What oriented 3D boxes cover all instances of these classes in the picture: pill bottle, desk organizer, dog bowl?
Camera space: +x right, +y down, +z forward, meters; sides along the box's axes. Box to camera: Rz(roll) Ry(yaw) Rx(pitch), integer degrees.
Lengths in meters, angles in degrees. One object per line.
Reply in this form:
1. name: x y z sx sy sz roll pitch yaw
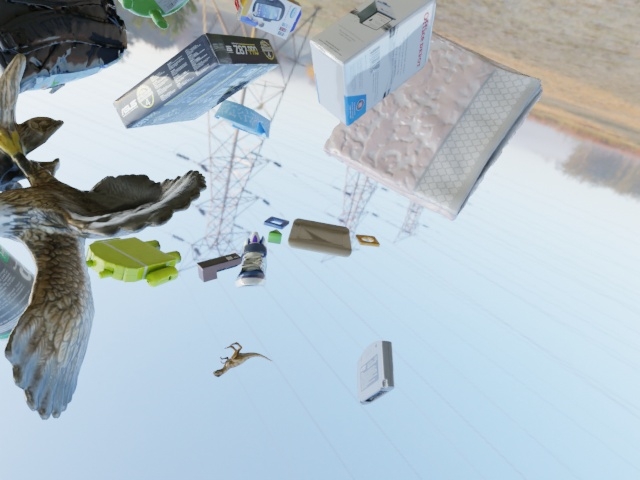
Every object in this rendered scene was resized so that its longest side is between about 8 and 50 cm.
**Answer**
1. pill bottle: -0.965 0.110 1.278 0.205 0.360 0.204 -11 -136 11
2. desk organizer: -0.309 0.082 1.384 0.130 0.050 0.047 -16 -152 -32
3. dog bowl: -0.299 -0.481 1.792 0.166 0.074 0.297 20 -175 16

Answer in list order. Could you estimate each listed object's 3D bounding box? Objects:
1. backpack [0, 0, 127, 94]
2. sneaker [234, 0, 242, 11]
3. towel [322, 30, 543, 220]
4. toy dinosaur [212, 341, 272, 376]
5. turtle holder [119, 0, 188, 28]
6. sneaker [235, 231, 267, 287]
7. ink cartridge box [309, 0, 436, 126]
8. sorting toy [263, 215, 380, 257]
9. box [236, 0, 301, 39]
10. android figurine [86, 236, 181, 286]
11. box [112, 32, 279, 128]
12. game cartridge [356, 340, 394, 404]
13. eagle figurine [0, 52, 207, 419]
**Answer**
1. backpack: -0.603 -0.479 0.987 0.274 0.289 0.355 -2 -153 38
2. sneaker: -0.213 -0.816 1.470 0.128 0.087 0.221 10 -118 4
3. towel: 0.217 -0.245 0.897 0.317 0.331 0.053 33 174 20
4. toy dinosaur: -0.294 0.427 1.645 0.212 0.112 0.064 -22 178 -7
5. turtle holder: -0.485 -0.743 1.183 0.227 0.243 0.320 57 -146 7
6. sneaker: -0.290 0.077 1.891 0.130 0.236 0.323 -3 176 -2
7. ink cartridge box: 0.085 -0.301 0.730 0.191 0.139 0.082 -41 -113 -14
8. sorting toy: 0.000 0.000 1.323 0.348 0.047 0.196 10 -158 -2
9. box: -0.106 -0.500 0.988 0.136 0.081 0.028 8 -135 -33
10. android figurine: -0.521 0.053 1.244 0.248 0.056 0.273 24 -163 16
11. box: -0.359 -0.462 1.330 0.395 0.097 0.318 -20 -169 31
12. game cartridge: 0.209 0.503 1.738 0.062 0.297 0.197 12 -123 -9
13. eagle figurine: -0.258 -0.007 0.449 0.298 0.226 0.225 34 -131 19
